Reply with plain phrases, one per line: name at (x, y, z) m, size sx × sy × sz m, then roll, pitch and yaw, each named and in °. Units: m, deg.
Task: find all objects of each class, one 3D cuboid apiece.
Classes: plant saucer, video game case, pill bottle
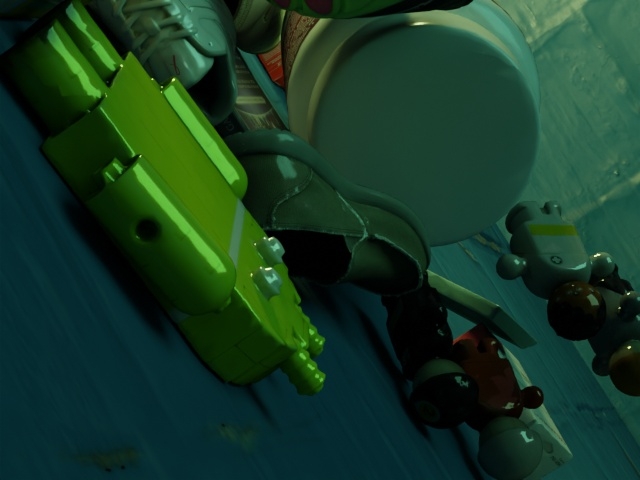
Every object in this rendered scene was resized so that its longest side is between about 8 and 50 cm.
plant saucer at (0.149, 0.066, 1.834) m, size 0.067 × 0.018 × 0.192 m, roll 41°, pitch -7°, yaw -30°
video game case at (-0.067, -0.113, 1.546) m, size 0.274 × 0.026 × 0.196 m, roll 57°, pitch 9°, yaw 1°
pill bottle at (0.078, -0.142, 1.617) m, size 0.224 × 0.224 × 0.392 m, roll 54°, pitch 9°, yaw -16°

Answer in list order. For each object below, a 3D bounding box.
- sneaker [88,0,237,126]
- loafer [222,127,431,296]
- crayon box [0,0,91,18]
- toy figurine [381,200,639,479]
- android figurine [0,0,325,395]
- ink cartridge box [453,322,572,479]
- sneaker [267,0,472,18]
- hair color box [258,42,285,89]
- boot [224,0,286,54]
sneaker at (-0.117, -0.166, 1.291) m, size 0.232 × 0.090 × 0.115 m, roll 44°, pitch 19°, yaw -49°
loafer at (0.000, 0.000, 1.360) m, size 0.251 × 0.094 × 0.087 m, roll 30°, pitch 54°, yaw -48°
crayon box at (-0.133, -0.214, 1.011) m, size 0.083 × 0.203 × 0.323 m, roll 56°, pitch 9°, yaw -1°
toy figurine at (0.178, 0.091, 1.536) m, size 0.213 × 0.209 × 0.148 m, roll 45°, pitch 20°, yaw -47°
android figurine at (-0.085, -0.021, 1.066) m, size 0.273 × 0.056 × 0.248 m, roll 53°, pitch 10°, yaw -12°
ink cartridge box at (0.185, 0.164, 1.782) m, size 0.099 × 0.056 × 0.135 m, roll 45°, pitch 14°, yaw -47°
sneaker at (-0.039, -0.295, 1.507) m, size 0.202 × 0.185 × 0.483 m, roll 8°, pitch 26°, yaw -41°
hair color box at (-0.056, -0.230, 1.934) m, size 0.141 × 0.043 × 0.072 m, roll 61°, pitch 10°, yaw 19°
boot at (-0.077, -0.293, 1.730) m, size 0.165 × 0.077 × 0.213 m, roll -5°, pitch 98°, yaw -76°
